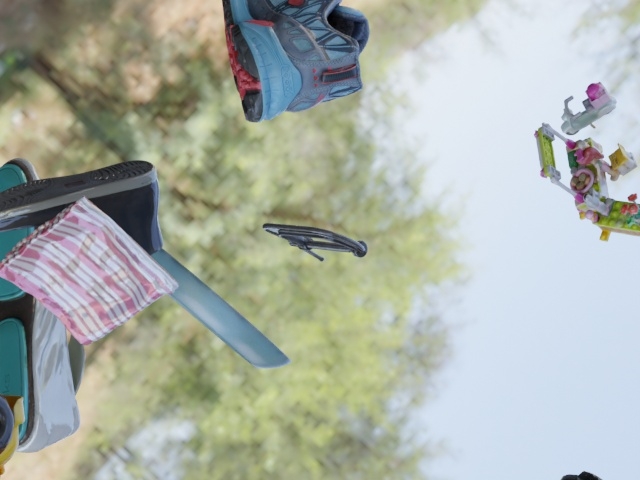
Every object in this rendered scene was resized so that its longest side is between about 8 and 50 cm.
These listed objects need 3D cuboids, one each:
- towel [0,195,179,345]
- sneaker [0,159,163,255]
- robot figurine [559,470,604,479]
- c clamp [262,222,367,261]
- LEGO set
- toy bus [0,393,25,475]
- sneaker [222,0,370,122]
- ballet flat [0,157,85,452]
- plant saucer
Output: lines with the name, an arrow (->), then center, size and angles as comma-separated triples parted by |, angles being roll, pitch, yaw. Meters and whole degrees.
towel -> -0.255, 0.039, 1.701 | 0.197, 0.144, 0.029 | -31, -157, 47
sneaker -> -0.298, -0.014, 1.899 | 0.222, 0.118, 0.083 | -13, -157, -13
robot figurine -> 0.420, 0.373, 1.940 | 0.291, 0.211, 0.085 | 9, -117, 49
c clamp -> 0.000, 0.000, 1.993 | 0.160, 0.137, 0.022 | 4, -107, 53
LEGO set -> 0.344, -0.074, 1.891 | 0.132, 0.107, 0.287 | -45, -136, 17
toy bus -> -0.382, 0.257, 1.497 | 0.149, 0.211, 0.220 | -12, -178, 40
sneaker -> -0.020, -0.175, 1.400 | 0.125, 0.104, 0.262 | -8, -151, -5
ballet flat -> -0.389, 0.090, 2.161 | 0.139, 0.400, 0.139 | -3, 174, 0
plant saucer -> -0.175, 0.086, 2.248 | 0.044, 0.317, 0.317 | -49, -174, -6
